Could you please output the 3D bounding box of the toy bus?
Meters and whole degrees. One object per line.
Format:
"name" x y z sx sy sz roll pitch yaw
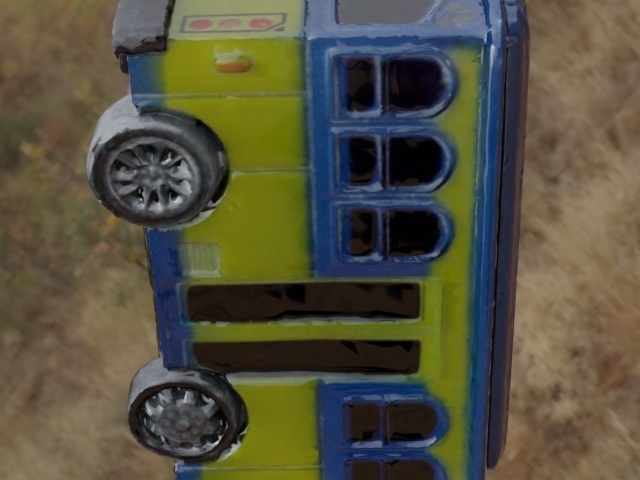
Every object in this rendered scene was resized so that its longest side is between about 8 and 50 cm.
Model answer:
"toy bus" 0.000 0.000 0.676 0.175 0.287 0.138 -1 36 1
